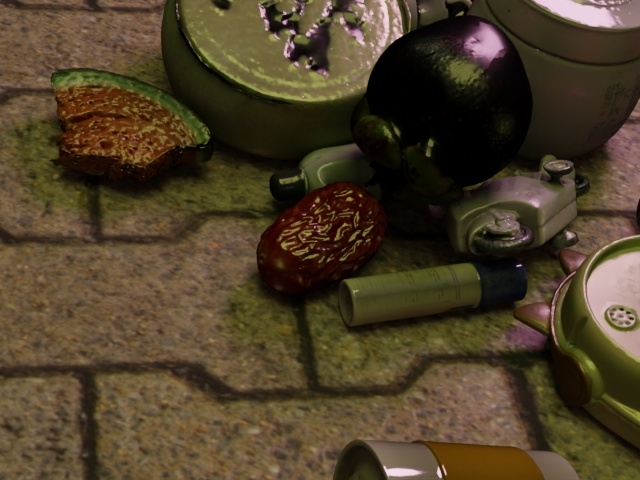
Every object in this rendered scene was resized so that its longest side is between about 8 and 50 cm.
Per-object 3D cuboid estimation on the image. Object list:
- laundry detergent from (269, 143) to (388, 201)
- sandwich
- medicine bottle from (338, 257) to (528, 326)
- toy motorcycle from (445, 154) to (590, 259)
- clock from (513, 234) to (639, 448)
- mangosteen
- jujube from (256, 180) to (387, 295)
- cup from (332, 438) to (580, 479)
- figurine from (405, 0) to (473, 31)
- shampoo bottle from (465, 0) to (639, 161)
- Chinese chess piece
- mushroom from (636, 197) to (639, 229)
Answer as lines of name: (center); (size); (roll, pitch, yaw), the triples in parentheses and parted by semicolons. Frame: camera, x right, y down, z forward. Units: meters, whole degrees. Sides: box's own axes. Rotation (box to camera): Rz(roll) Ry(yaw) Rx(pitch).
laundry detergent: (0.041, -0.087, 1.573); (0.226, 0.070, 0.099); (-10, 51, -22)
sandwich: (-0.255, -0.138, 1.567); (0.235, 0.079, 0.159); (9, 55, 3)
medicine bottle: (0.139, 0.062, 1.452); (0.231, 0.059, 0.059); (-6, 47, -18)
toy motorcycle: (0.241, -0.043, 1.546); (0.171, 0.110, 0.260); (8, 27, 33)
clock: (0.415, 0.113, 1.405); (0.348, 0.117, 0.286); (27, 48, 20)
mangosteen: (0.147, -0.156, 1.475); (0.243, 0.243, 0.243); (6, 45, -6)
jujube: (0.000, 0.000, 1.459); (0.176, 0.109, 0.112); (-37, 25, -29)
cup: (0.132, 0.309, 1.145); (0.226, 0.185, 0.241); (0, 80, -19)
figurine: (0.218, -0.378, 1.860); (0.236, 0.133, 0.176); (-8, 50, -15)
shampoo bottle: (0.333, -0.273, 1.680); (0.273, 0.266, 0.273); (6, 44, -6)
Chinese chess piece: (-0.046, -0.280, 1.647); (0.349, 0.146, 0.349); (5, 60, -9)
mushroom: (0.500, -0.030, 1.555); (0.166, 0.127, 0.166); (21, 21, -8)
